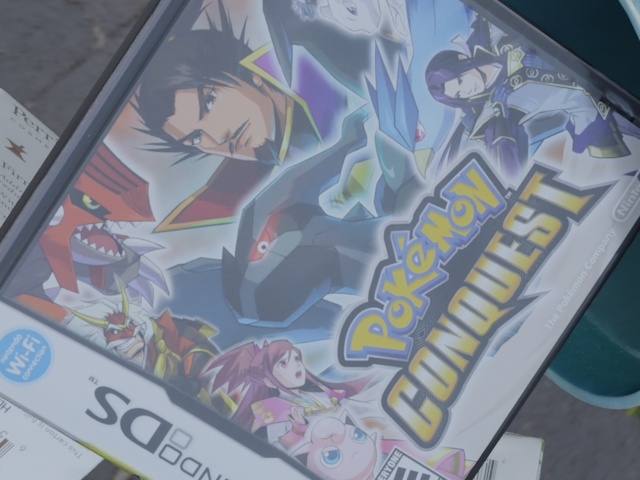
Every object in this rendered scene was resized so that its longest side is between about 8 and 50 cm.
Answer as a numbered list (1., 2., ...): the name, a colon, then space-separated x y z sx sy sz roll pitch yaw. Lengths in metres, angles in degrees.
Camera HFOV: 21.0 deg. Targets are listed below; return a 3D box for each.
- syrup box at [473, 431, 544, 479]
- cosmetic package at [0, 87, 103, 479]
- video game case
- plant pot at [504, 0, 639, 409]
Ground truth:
1. syrup box: 0.078 0.199 1.052 0.093 0.237 0.096 9 63 9
2. cosmetic package: -0.391 0.087 2.087 0.327 0.393 0.329 -43 112 13
3. video game case: 0.000 0.000 0.793 0.248 0.035 0.275 33 92 -15
4. plant pot: 0.227 -0.076 0.923 0.255 0.272 0.271 -16 88 -19
